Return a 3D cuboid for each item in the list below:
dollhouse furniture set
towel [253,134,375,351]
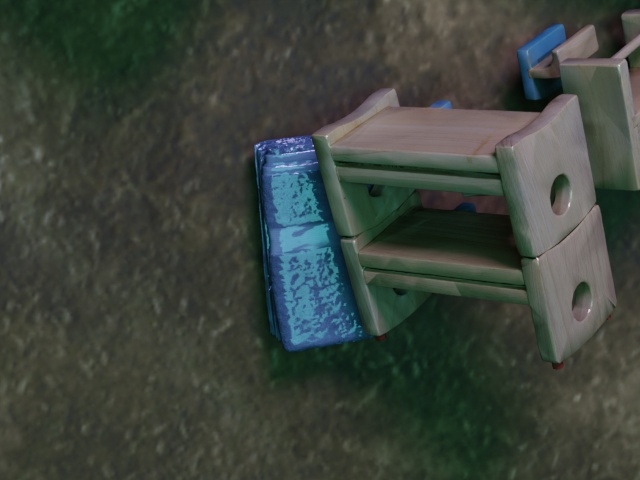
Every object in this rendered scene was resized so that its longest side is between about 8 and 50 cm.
[{"bbox_3d":[0.114,-0.035,0.836,0.184,0.129,0.129,-37,122,-41],"label":"dollhouse furniture set"},{"bbox_3d":[0.000,0.000,0.851,0.067,0.029,0.119,-7,101,-10],"label":"towel"}]
